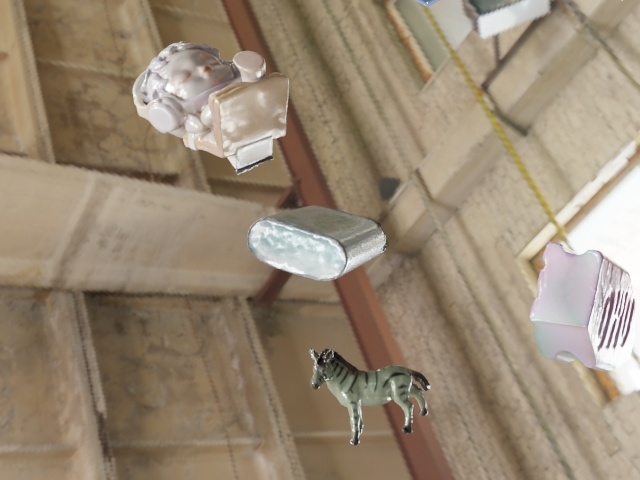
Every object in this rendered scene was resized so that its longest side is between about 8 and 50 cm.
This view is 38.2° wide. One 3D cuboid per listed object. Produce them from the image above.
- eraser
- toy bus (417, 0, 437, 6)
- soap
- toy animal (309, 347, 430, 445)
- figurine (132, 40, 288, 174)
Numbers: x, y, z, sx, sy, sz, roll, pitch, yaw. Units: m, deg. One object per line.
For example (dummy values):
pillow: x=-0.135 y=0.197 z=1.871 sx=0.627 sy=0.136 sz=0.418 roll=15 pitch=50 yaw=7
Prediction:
eraser: x=0.000 y=0.000 z=1.548 sx=0.174 sy=0.081 sz=0.227 roll=15 pitch=-169 yaw=17
toy bus: x=0.127 y=-0.266 z=0.718 sx=0.079 sy=0.236 sz=0.094 roll=24 pitch=-110 yaw=-21
soap: x=0.476 y=0.130 z=1.644 sx=0.109 sy=0.192 sz=0.324 roll=12 pitch=175 yaw=32
toy animal: x=0.086 y=0.255 z=1.603 sx=0.217 sy=0.176 sz=0.073 roll=-10 pitch=-169 yaw=-13
figurine: x=-0.145 y=-0.186 z=1.158 sx=0.163 sy=0.141 sz=0.237 roll=-25 pitch=-142 yaw=-26
